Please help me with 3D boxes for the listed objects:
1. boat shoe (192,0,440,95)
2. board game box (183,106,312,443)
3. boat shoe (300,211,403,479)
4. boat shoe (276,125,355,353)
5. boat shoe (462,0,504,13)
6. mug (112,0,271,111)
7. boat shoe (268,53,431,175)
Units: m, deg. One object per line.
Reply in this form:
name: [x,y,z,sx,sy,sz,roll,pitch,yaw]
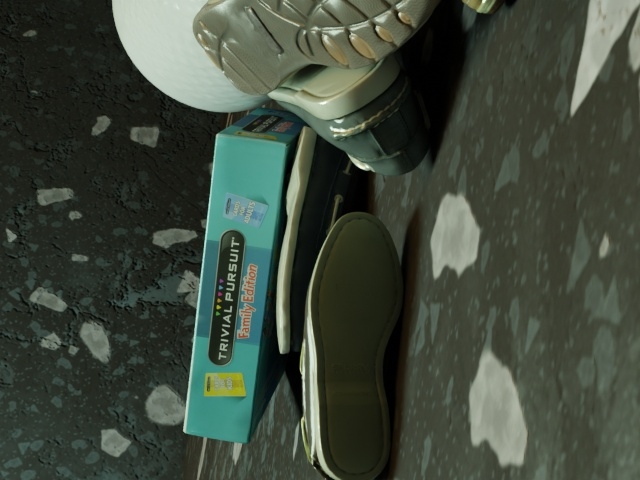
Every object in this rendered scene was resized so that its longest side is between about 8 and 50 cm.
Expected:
boat shoe: [0.007,-0.211,1.037,0.116,0.123,0.324,-44,21,-25]
board game box: [-0.078,0.029,1.457,0.254,0.079,0.336,-60,-23,-76]
boat shoe: [0.020,0.091,1.054,0.068,0.081,0.227,135,141,-67]
boat shoe: [0.000,0.000,1.275,0.095,0.079,0.254,109,170,-54]
boat shoe: [0.111,-0.257,0.893,0.068,0.072,0.190,162,116,-78]
mug: [-0.061,-0.357,1.445,0.328,0.276,0.374,165,121,-70]
boat shoe: [0.026,-0.131,1.154,0.116,0.099,0.319,-36,18,1]
